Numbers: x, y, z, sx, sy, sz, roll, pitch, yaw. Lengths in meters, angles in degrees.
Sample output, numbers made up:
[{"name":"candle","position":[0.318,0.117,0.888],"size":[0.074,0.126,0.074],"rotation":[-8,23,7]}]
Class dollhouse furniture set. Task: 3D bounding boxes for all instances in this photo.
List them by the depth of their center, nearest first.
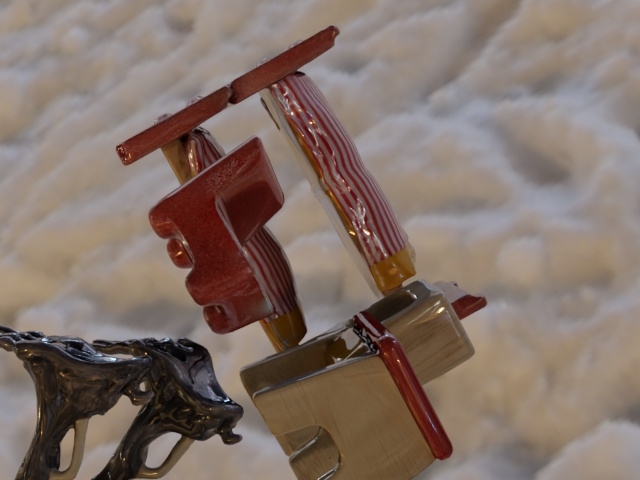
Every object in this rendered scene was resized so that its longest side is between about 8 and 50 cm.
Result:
[{"name":"dollhouse furniture set","position":[0.000,0.000,0.988],"size":[0.152,0.201,0.374],"rotation":[-30,7,-4]}]

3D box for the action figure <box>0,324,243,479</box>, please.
[{"name":"action figure","position":[-0.120,0.180,0.839],"size":[0.141,0.164,0.275],"rotation":[11,94,38]}]
